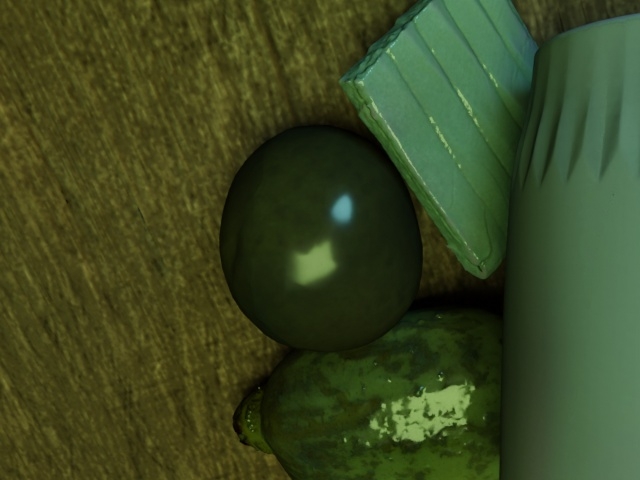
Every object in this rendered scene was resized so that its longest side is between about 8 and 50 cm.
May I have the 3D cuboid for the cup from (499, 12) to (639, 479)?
[{"bbox_3d":[0.253,0.042,0.650,0.253,0.253,0.371,0,89,2],"label":"cup"}]

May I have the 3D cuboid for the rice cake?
[{"bbox_3d":[0.125,-0.103,0.741,0.198,0.037,0.189,46,74,-19],"label":"rice cake"}]

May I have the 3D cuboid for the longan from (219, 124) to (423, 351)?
[{"bbox_3d":[0.000,0.000,0.759,0.189,0.189,0.189,1,113,2],"label":"longan"}]

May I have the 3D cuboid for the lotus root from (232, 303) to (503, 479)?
[{"bbox_3d":[0.063,0.155,0.836,0.309,0.173,0.173,-14,112,15],"label":"lotus root"}]
